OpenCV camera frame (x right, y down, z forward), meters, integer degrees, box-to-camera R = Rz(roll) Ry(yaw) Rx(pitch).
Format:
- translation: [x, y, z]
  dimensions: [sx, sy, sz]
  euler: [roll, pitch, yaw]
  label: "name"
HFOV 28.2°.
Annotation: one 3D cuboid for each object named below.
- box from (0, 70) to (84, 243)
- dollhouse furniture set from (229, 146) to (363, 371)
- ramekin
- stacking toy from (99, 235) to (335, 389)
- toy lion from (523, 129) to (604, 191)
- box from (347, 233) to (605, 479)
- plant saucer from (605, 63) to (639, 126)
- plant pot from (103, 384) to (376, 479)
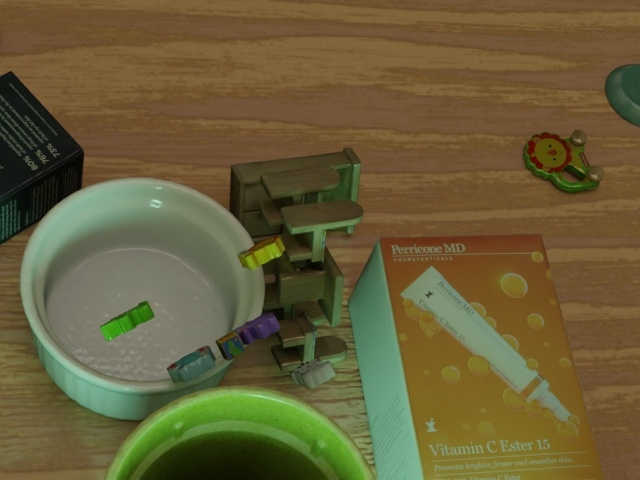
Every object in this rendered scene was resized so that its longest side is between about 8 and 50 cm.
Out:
- translation: [-0.417, -0.084, 1.559]
  dimensions: [0.207, 0.108, 0.153]
  euler: [-35, 73, -28]
  label: "box"
- translation: [0.000, 0.000, 1.555]
  dimensions: [0.161, 0.212, 0.242]
  euler: [-8, 37, -18]
  label: "dollhouse furniture set"
- translation: [-0.212, 0.076, 1.497]
  dimensions: [0.277, 0.135, 0.277]
  euler: [6, 59, -9]
  label: "ramekin"
- translation: [-0.107, 0.115, 1.379]
  dimensions: [0.221, 0.052, 0.167]
  euler: [-27, 101, -17]
  label: "stacking toy"
- translation: [0.340, -0.112, 1.806]
  dimensions: [0.096, 0.034, 0.100]
  euler: [-14, 64, -13]
  label: "toy lion"
- translation: [0.176, 0.181, 1.508]
  dimensions: [0.215, 0.168, 0.345]
  euler: [-2, 60, -14]
  label: "box"
- translation: [0.487, -0.223, 1.910]
  dimensions: [0.119, 0.021, 0.119]
  euler: [6, 58, -10]
  label: "plant saucer"
- translation: [-0.097, 0.324, 1.307]
  dimensions: [0.276, 0.254, 0.276]
  euler: [6, 60, -10]
  label: "plant pot"
